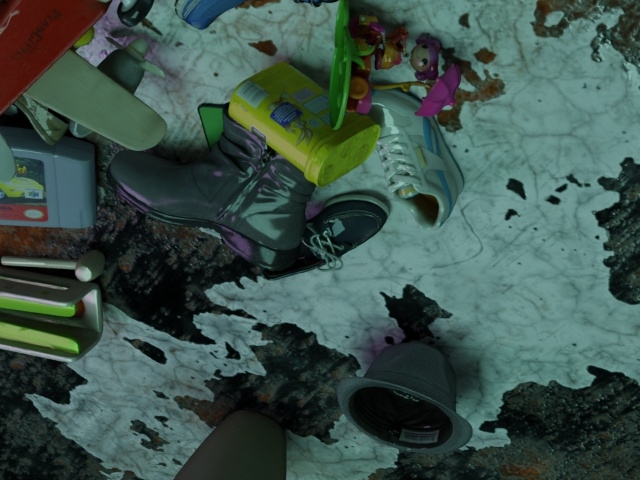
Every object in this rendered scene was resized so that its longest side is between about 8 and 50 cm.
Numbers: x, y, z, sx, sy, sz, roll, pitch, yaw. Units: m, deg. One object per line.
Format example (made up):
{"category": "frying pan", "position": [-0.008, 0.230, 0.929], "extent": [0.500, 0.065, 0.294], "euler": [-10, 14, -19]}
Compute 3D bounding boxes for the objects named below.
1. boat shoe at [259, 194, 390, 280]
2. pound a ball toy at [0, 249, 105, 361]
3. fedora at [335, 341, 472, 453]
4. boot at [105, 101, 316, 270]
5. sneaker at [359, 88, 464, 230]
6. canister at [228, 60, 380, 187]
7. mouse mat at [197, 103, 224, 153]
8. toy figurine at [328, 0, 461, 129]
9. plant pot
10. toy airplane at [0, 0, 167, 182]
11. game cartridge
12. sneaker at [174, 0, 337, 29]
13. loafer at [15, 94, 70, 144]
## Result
{"category": "boat shoe", "position": [0.000, 0.000, 1.839], "extent": [0.254, 0.079, 0.095], "euler": [-18, 126, 39]}
{"category": "pound a ball toy", "position": [-0.524, 0.090, 2.183], "extent": [0.319, 0.136, 0.208], "euler": [8, 114, 17]}
{"category": "fedora", "position": [0.155, 0.257, 2.032], "extent": [0.244, 0.124, 0.275], "euler": [17, 150, 9]}
{"category": "boot", "position": [-0.152, -0.118, 1.756], "extent": [0.338, 0.118, 0.222], "euler": [23, 129, 10]}
{"category": "sneaker", "position": [0.122, -0.114, 1.637], "extent": [0.087, 0.092, 0.228], "euler": [-13, 129, 38]}
{"category": "canister", "position": [-0.023, -0.159, 1.584], "extent": [0.170, 0.126, 0.073], "euler": [38, 137, 22]}
{"category": "mouse mat", "position": [-0.099, -0.130, 1.792], "extent": [0.153, 0.007, 0.189], "euler": [7, 141, 18]}
{"category": "toy figurine", "position": [0.099, -0.219, 1.511], "extent": [0.159, 0.173, 0.130], "euler": [4, 163, -9]}
{"category": "plant pot", "position": [-0.169, 0.481, 2.330], "extent": [0.256, 0.274, 0.256], "euler": [14, 141, 11]}
{"category": "toy airplane", "position": [-0.398, -0.275, 1.554], "extent": [0.384, 0.272, 0.386], "euler": [-9, 127, -11]}
{"category": "game cartridge", "position": [-0.511, -0.103, 1.916], "extent": [0.294, 0.060, 0.196], "euler": [3, 138, -6]}
{"category": "sneaker", "position": [-0.047, -0.328, 1.437], "extent": [0.330, 0.130, 0.147], "euler": [-22, 122, 42]}
{"category": "loafer", "position": [-0.438, -0.216, 1.819], "extent": [0.050, 0.056, 0.148], "euler": [-32, 116, 4]}
